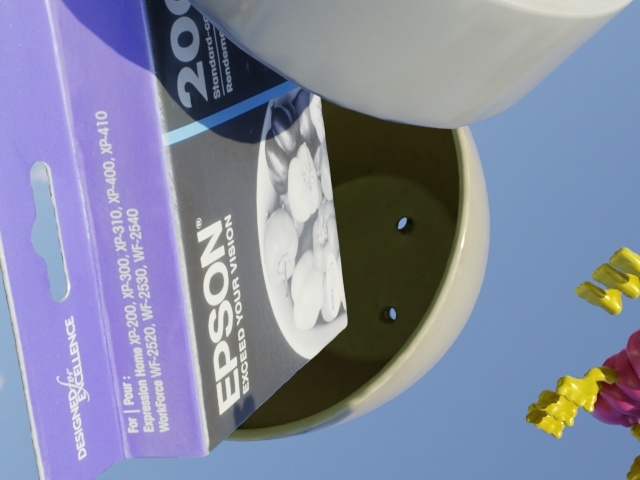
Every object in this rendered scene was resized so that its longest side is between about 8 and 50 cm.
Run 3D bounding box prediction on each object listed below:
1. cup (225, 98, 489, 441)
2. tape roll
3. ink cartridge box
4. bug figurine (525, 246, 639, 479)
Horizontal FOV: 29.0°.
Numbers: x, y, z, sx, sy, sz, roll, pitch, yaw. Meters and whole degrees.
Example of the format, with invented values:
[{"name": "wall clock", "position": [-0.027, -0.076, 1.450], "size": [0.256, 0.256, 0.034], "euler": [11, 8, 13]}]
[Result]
[{"name": "cup", "position": [0.000, 0.000, 0.990], "size": [0.331, 0.237, 0.331], "euler": [-6, -104, 25]}, {"name": "tape roll", "position": [0.023, -0.152, 0.472], "size": [0.072, 0.219, 0.219], "euler": [-42, -160, 43]}, {"name": "ink cartridge box", "position": [-0.055, -0.024, 0.510], "size": [0.045, 0.206, 0.208], "euler": [1, -162, 25]}, {"name": "bug figurine", "position": [0.235, 0.082, 0.609], "size": [0.072, 0.279, 0.216], "euler": [-61, -173, -36]}]
